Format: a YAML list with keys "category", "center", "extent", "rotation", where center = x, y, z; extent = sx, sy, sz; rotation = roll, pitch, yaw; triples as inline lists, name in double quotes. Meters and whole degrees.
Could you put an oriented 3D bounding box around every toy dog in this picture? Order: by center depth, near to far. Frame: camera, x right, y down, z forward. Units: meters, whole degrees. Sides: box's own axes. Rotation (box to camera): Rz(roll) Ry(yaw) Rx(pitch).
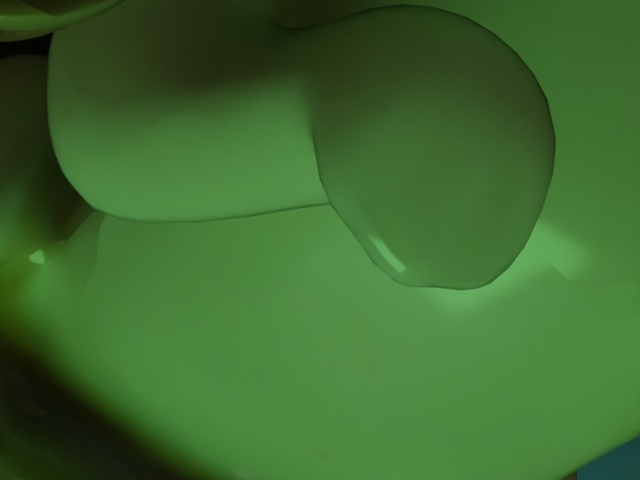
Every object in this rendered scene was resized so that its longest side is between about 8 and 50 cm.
- category: "toy dog"
  center: [0.068, -0.054, 0.541]
  extent: [0.284, 0.395, 0.408]
  rotation: [37, 122, -9]

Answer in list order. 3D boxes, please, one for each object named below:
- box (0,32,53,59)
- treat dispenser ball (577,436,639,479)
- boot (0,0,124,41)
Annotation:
- category: "box"
  center: [-0.206, 0.009, 0.924]
  extent: [0.381, 0.143, 0.191]
  rotation: [-21, 144, 40]
- category: "treat dispenser ball"
  center: [0.139, 0.134, 0.932]
  extent: [0.288, 0.288, 0.288]
  rotation: [5, 154, 2]
- category: "boot"
  center: [-0.100, -0.122, 0.456]
  extent: [0.109, 0.283, 0.220]
  rotation: [7, 148, -27]
